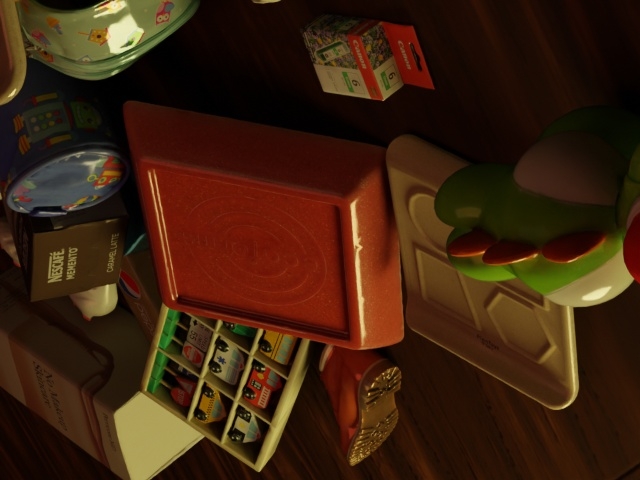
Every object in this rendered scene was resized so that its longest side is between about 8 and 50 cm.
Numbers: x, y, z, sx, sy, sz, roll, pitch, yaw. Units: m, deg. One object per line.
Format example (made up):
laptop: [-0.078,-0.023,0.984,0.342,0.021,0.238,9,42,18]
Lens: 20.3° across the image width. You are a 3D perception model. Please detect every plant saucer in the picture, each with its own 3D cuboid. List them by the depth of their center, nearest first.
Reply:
plant saucer: [-0.056,0.000,1.654,0.258,0.047,0.259,12,139,16]

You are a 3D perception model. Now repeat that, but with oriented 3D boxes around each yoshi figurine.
yoshi figurine: [0.253,-0.036,1.187,0.362,0.203,0.203,0,166,39]

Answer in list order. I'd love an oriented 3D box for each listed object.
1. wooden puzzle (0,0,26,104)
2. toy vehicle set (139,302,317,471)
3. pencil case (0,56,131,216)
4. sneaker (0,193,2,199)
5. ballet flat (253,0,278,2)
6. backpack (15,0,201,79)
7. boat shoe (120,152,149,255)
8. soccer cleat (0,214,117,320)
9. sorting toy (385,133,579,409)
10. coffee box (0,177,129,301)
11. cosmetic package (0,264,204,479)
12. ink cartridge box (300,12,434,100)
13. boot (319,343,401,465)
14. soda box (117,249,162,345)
wooden puzzle: [-0.337,-0.310,1.494,0.322,0.080,0.347,22,122,48]
toy vehicle set: [-0.097,0.120,1.903,0.166,0.035,0.267,32,139,11]
pencil case: [-0.283,-0.162,1.721,0.133,0.119,0.306,-52,51,41]
sneaker: [-0.377,-0.148,1.978,0.111,0.129,0.297,33,146,35]
ballet flat: [-0.013,-0.235,1.366,0.095,0.096,0.280,57,152,-12]
backpack: [-0.201,-0.228,1.580,0.188,0.166,0.144,30,148,42]
boat shoe: [-0.153,-0.057,1.806,0.258,0.089,0.109,-17,96,66]
soccer cleat: [-0.315,0.016,2.160,0.196,0.068,0.076,37,134,23]
sorting toy: [0.142,0.024,1.516,0.193,0.038,0.208,29,140,36]
coffee box: [-0.278,-0.083,1.834,0.141,0.098,0.246,107,148,-57]
cosmetic package: [-0.291,0.156,2.211,0.296,0.129,0.153,29,144,35]
ink cartridge box: [0.038,-0.149,1.465,0.115,0.029,0.063,15,135,49]
boot: [0.034,0.158,1.815,0.084,0.059,0.158,38,141,29]
soda box: [-0.180,0.054,1.996,0.058,0.061,0.181,11,133,52]
